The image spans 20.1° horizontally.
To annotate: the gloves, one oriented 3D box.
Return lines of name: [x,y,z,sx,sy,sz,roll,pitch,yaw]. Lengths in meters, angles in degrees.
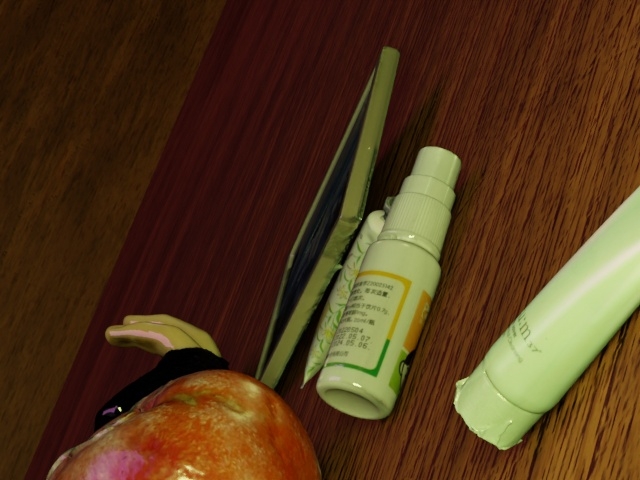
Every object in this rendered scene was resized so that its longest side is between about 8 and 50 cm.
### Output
gloves: [-0.151,0.170,1.768,0.301,0.152,0.197,-94,19,-60]

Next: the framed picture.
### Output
framed picture: [0.000,0.000,1.694,0.315,0.024,0.232,117,171,-45]

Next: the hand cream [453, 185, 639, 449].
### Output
hand cream: [0.151,0.034,1.013,0.205,0.050,0.078,-53,16,27]

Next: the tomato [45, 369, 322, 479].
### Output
tomato: [-0.103,0.211,1.394,0.232,0.189,0.232,-32,2,1]

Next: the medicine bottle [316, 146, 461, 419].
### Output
medicine bottle: [0.059,0.035,1.392,0.092,0.061,0.221,96,-166,-64]

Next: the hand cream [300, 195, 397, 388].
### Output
hand cream: [0.027,0.043,1.545,0.194,0.042,0.067,-60,8,32]
